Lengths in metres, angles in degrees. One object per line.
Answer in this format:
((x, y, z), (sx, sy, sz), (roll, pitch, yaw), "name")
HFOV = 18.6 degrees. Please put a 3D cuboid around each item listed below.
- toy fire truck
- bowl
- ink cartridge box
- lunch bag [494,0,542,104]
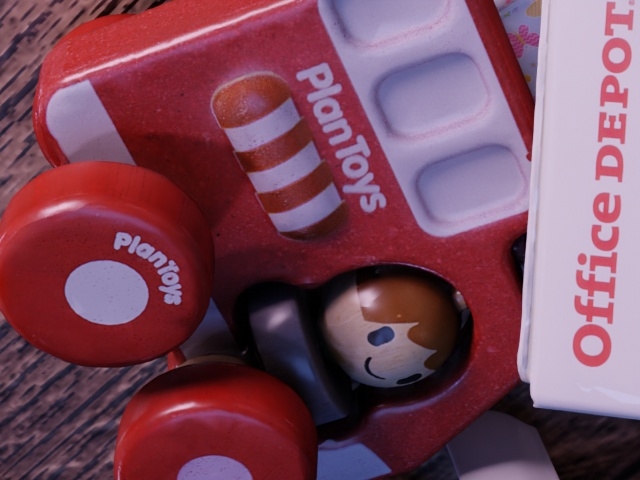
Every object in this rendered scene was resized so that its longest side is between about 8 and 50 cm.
((0.000, 0.000, 0.950), (0.254, 0.169, 0.302), (-18, 124, 15), "toy fire truck")
((0.120, 0.168, 1.083), (0.053, 0.142, 0.142), (-25, 122, 4), "bowl")
((0.232, -0.021, 0.818), (0.273, 0.114, 0.197), (6, 101, 17), "ink cartridge box")
((0.126, -0.107, 0.926), (0.083, 0.053, 0.071), (-28, 119, 17), "lunch bag")
